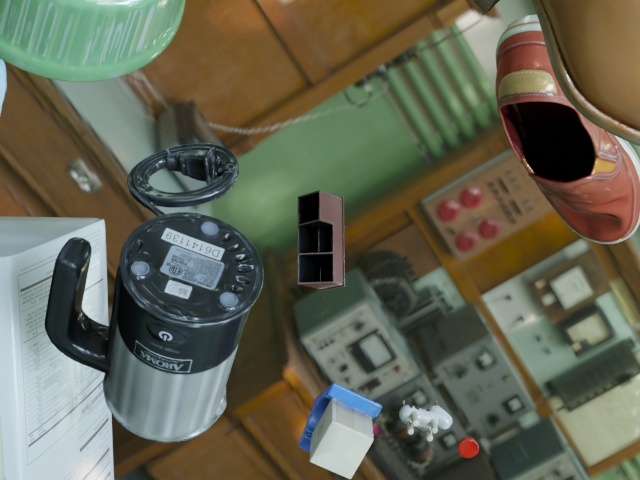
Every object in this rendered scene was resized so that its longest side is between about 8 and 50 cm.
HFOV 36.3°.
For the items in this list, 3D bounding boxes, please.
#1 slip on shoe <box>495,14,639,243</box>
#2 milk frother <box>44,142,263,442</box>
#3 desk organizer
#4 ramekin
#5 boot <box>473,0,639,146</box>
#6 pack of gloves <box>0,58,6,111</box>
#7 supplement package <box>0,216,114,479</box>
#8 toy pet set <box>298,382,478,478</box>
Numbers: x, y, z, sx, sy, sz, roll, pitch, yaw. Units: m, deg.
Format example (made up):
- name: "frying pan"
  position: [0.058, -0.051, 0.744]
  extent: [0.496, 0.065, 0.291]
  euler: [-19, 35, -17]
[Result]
- name: "slip on shoe"
  position: [0.257, -0.087, 1.021]
  extent: [0.331, 0.123, 0.101]
  euler: [52, 47, -47]
- name: "milk frother"
  position: [-0.092, 0.028, 0.632]
  extent: [0.129, 0.135, 0.143]
  euler: [33, 48, 10]
- name: "desk organizer"
  position: [0.000, 0.000, 1.356]
  extent: [0.050, 0.047, 0.130]
  euler: [17, 67, -46]
- name: "ramekin"
  position: [-0.291, -0.357, 1.163]
  extent: [0.303, 0.303, 0.148]
  euler: [60, -31, 7]
- name: "boot"
  position: [0.225, -0.195, 0.647]
  extent: [0.283, 0.109, 0.220]
  euler: [45, -29, 8]
- name: "pack of gloves"
  position: [-0.204, -0.048, 0.559]
  extent: [0.195, 0.046, 0.232]
  euler: [112, -12, -58]
- name: "supplement package"
  position: [-0.293, 0.123, 0.782]
  extent: [0.198, 0.199, 0.263]
  euler: [-56, 146, -79]
- name: "toy pet set"
  position: [0.043, 0.166, 0.749]
  extent: [0.114, 0.122, 0.065]
  euler: [26, 17, -7]
